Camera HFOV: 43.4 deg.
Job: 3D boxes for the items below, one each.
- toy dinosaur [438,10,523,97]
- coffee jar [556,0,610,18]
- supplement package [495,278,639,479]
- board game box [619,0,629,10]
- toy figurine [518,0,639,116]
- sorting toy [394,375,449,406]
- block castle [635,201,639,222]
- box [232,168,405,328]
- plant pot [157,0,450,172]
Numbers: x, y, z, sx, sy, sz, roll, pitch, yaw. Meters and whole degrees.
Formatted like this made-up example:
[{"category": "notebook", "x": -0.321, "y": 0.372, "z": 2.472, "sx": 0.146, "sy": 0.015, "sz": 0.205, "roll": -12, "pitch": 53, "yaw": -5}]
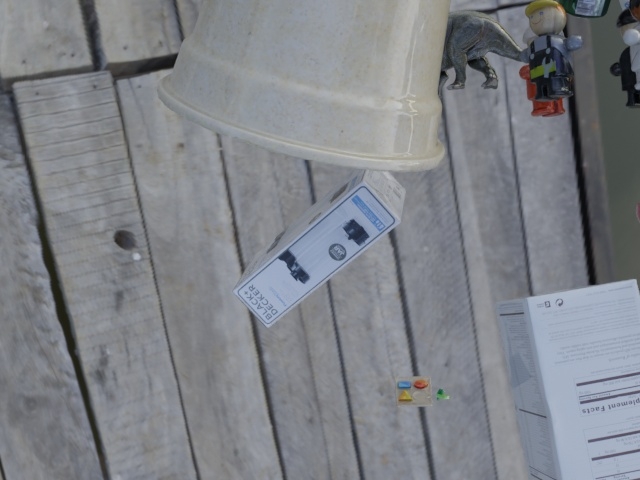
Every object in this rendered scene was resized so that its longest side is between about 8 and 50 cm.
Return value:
[{"category": "toy dinosaur", "x": 0.235, "y": -0.341, "z": 1.421, "sx": 0.121, "sy": 0.313, "sz": 0.160, "roll": -2, "pitch": 89, "yaw": -50}, {"category": "coffee jar", "x": 0.395, "y": -0.420, "z": 1.148, "sx": 0.079, "sy": 0.096, "sz": 0.184, "roll": 12, "pitch": 131, "yaw": 9}, {"category": "supplement package", "x": 0.309, "y": 0.179, "z": 0.954, "sx": 0.133, "sy": 0.139, "sz": 0.244, "roll": -10, "pitch": 85, "yaw": -4}, {"category": "board game box", "x": 0.638, "y": -0.266, "z": 1.274, "sx": 0.079, "sy": 0.254, "sz": 0.336, "roll": -46, "pitch": 129, "yaw": -8}, {"category": "toy figurine", "x": 0.383, "y": -0.265, "z": 1.120, "sx": 0.213, "sy": 0.209, "sz": 0.148, "roll": -4, "pitch": 88, "yaw": 16}, {"category": "sorting toy", "x": 0.159, "y": 0.234, "z": 1.260, "sx": 0.083, "sy": 0.062, "sz": 0.012, "roll": -3, "pitch": 130, "yaw": 5}, {"category": "block castle", "x": 0.589, "y": -0.160, "z": 0.952, "sx": 0.303, "sy": 0.213, "sz": 0.453, "roll": -1, "pitch": 130, "yaw": -3}, {"category": "box", "x": 0.000, "y": 0.000, "z": 1.318, "sx": 0.290, "sy": 0.169, "sz": 0.087, "roll": -40, "pitch": 100, "yaw": 21}, {"category": "plant pot", "x": 0.015, "y": -0.274, "z": 0.872, "sx": 0.333, "sy": 0.334, "sz": 0.305, "roll": 5, "pitch": 112, "yaw": -26}]
